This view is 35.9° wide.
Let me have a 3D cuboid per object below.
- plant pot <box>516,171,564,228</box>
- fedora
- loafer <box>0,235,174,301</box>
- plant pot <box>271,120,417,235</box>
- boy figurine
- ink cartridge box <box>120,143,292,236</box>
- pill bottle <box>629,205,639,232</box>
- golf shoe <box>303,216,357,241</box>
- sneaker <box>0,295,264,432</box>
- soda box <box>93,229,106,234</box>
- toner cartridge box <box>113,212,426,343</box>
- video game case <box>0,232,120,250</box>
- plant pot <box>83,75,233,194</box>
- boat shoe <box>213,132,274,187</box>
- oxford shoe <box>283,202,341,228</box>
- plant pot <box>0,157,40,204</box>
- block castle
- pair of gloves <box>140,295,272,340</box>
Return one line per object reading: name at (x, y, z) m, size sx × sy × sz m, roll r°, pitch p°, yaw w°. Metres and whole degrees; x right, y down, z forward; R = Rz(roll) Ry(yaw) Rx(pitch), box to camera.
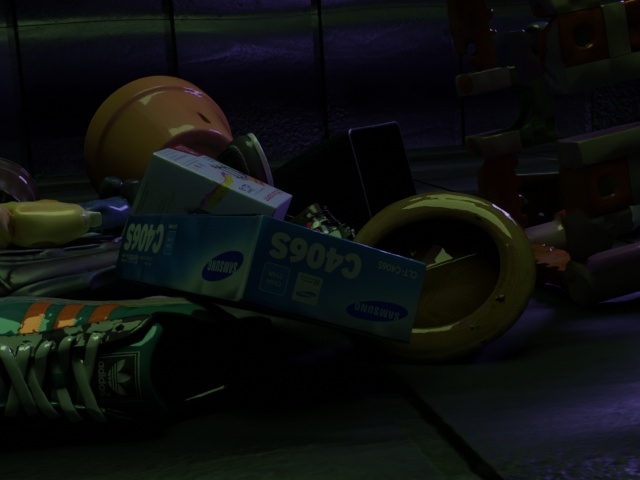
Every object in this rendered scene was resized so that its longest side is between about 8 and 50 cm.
plant pot at (0.306, -0.040, 1.464) m, size 0.109 × 0.108 × 0.096 m, roll -2°, pitch -3°, yaw 8°
fedora at (0.114, 0.045, 0.965) m, size 0.195 × 0.194 × 0.079 m, roll 0°, pitch -28°, yaw 18°
loafer at (-0.254, 0.029, 1.120) m, size 0.109 × 0.095 × 0.303 m, roll -48°, pitch -19°, yaw 31°
plant pot at (0.035, -0.069, 1.527) m, size 0.167 × 0.188 × 0.187 m, roll -12°, pitch 5°, yaw 28°
boy figurine at (-0.381, -0.034, 1.331) m, size 0.177 × 0.092 × 0.285 m, roll 9°, pitch 11°, yaw 43°
ink cartridge box at (-0.146, -0.031, 1.302) m, size 0.176 × 0.127 × 0.128 m, roll 25°, pitch 13°, yaw 3°
pill bottle at (0.475, -0.081, 1.573) m, size 0.121 × 0.121 × 0.221 m, roll 0°, pitch 10°, yaw 23°
golf shoe at (-0.007, 0.045, 1.137) m, size 0.120 × 0.105 × 0.273 m, roll -23°, pitch 8°, yaw -9°
sneaker at (-0.187, 0.097, 0.776) m, size 0.302 × 0.108 × 0.121 m, roll -7°, pitch 5°, yaw -28°
soda box at (-0.435, -0.027, 1.774) m, size 0.053 × 0.060 × 0.169 m, roll -4°, pitch 10°, yaw 4°
toner cartridge box at (-0.066, 0.030, 0.945) m, size 0.165 × 0.075 × 0.348 m, roll 15°, pitch -6°, yaw -27°
video game case at (-0.388, 0.038, 1.356) m, size 0.244 × 0.061 × 0.270 m, roll -9°, pitch 11°, yaw -39°
plant pot at (-0.274, -0.146, 1.870) m, size 0.291 × 0.290 × 0.203 m, roll -9°, pitch 27°, yaw -30°
boat shoe at (-0.141, -0.054, 1.484) m, size 0.096 × 0.112 × 0.335 m, roll -24°, pitch -12°, yaw -17°
oxford shoe at (0.000, 0.000, 1.342) m, size 0.083 × 0.096 × 0.227 m, roll -10°, pitch 13°, yaw -42°
plant pot at (-0.558, -0.046, 1.676) m, size 0.167 × 0.166 × 0.165 m, roll -6°, pitch 17°, yaw -17°
block castle at (0.314, -0.167, 1.159) m, size 0.213 × 0.452 × 0.303 m, roll -14°, pitch 10°, yaw -13°
pair of gloves at (-0.191, 0.095, 0.996) m, size 0.204 × 0.042 × 0.240 m, roll 3°, pitch 10°, yaw 35°
